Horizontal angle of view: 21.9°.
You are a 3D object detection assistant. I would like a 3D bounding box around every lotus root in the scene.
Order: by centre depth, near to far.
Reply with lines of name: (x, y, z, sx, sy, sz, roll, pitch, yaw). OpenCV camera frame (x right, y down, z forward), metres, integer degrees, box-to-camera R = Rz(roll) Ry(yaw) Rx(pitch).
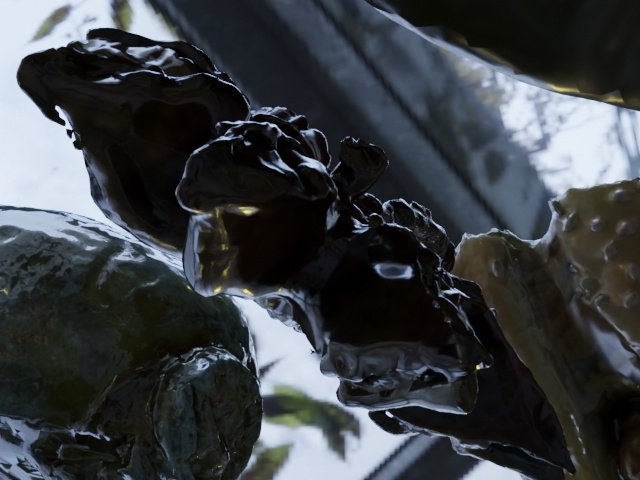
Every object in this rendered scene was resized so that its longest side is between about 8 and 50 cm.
lotus root: (-0.173, 0.062, 0.940, 0.175, 0.349, 0.175, -30, -53, -50)

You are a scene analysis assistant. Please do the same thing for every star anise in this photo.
star anise: (0.001, 0.001, 0.665, 0.288, 0.288, 0.088, 40, -85, -23)

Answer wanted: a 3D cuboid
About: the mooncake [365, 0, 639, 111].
mooncake: (0.103, -0.231, 0.805, 0.378, 0.378, 0.201, 14, -60, -31)

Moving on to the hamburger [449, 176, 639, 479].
hamburger: (0.305, 0.132, 1.243, 0.445, 0.268, 0.287, 23, -130, -48)
